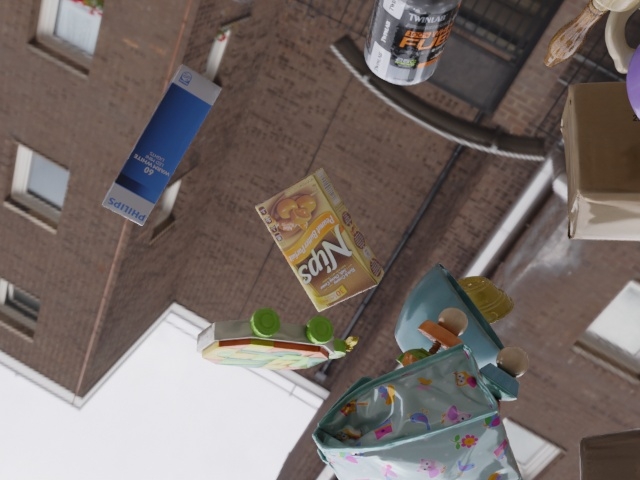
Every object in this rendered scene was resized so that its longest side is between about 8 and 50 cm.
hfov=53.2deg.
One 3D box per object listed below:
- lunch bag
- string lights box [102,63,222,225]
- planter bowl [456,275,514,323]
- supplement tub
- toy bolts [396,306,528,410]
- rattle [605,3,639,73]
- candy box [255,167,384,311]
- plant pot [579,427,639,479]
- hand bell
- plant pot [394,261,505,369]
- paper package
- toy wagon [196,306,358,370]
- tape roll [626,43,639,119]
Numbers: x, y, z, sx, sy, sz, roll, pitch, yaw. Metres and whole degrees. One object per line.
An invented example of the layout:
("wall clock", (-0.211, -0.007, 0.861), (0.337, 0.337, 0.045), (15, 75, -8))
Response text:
("lunch bag", (0.142, 0.305, 0.961), (0.263, 0.223, 0.160), (-23, -144, 6))
("string lights box", (-0.268, -0.163, 1.079), (0.077, 0.259, 0.133), (30, -178, -19))
("planter bowl", (0.435, 0.161, 1.832), (0.217, 0.090, 0.217), (-16, -163, 5))
("supplement tub", (0.217, -0.532, 1.489), (0.194, 0.316, 0.193), (2, -118, -4))
("toy bolts", (0.278, 0.227, 1.215), (0.229, 0.158, 0.218), (34, 176, 16))
("rattle", (0.494, -0.350, 0.938), (0.130, 0.199, 0.143), (2, -169, 16))
("candy box", (0.000, 0.000, 1.602), (0.316, 0.183, 0.087), (59, -155, -6))
("plant pot", (0.455, 0.340, 0.816), (0.230, 0.262, 0.263), (-2, -153, 21))
("hand bell", (0.346, -0.289, 0.804), (0.126, 0.242, 0.126), (2, -108, -7))
("plant pot", (0.300, 0.227, 1.573), (0.290, 0.195, 0.290), (49, -168, -14))
("paper package", (0.662, -0.158, 1.275), (0.325, 0.168, 0.309), (2, -121, 15))
("toy wagon", (-0.076, 0.220, 1.343), (0.345, 0.267, 0.068), (12, -116, -26))
("tape roll", (0.535, -0.229, 0.884), (0.189, 0.188, 0.080), (31, 179, 5))
